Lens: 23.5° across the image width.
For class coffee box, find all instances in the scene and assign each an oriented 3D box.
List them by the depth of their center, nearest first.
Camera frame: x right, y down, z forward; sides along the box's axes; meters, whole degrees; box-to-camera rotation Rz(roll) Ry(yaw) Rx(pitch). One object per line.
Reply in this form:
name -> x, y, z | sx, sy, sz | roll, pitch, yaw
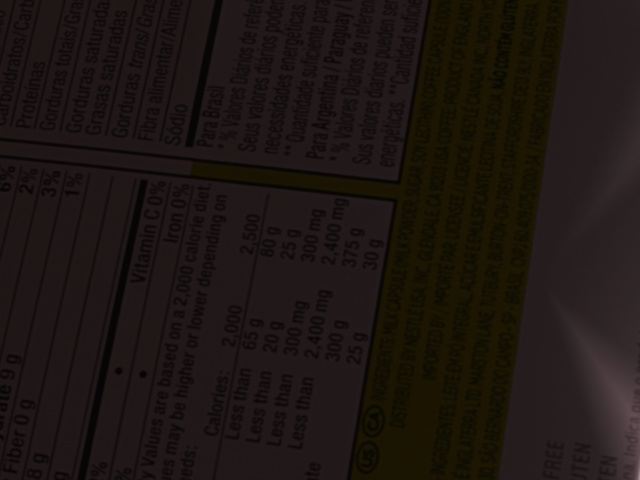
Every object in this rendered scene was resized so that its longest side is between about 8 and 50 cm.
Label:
coffee box -> -0.016, 0.005, 0.669 | 0.337, 0.334, 0.338 | 56, 42, -71
